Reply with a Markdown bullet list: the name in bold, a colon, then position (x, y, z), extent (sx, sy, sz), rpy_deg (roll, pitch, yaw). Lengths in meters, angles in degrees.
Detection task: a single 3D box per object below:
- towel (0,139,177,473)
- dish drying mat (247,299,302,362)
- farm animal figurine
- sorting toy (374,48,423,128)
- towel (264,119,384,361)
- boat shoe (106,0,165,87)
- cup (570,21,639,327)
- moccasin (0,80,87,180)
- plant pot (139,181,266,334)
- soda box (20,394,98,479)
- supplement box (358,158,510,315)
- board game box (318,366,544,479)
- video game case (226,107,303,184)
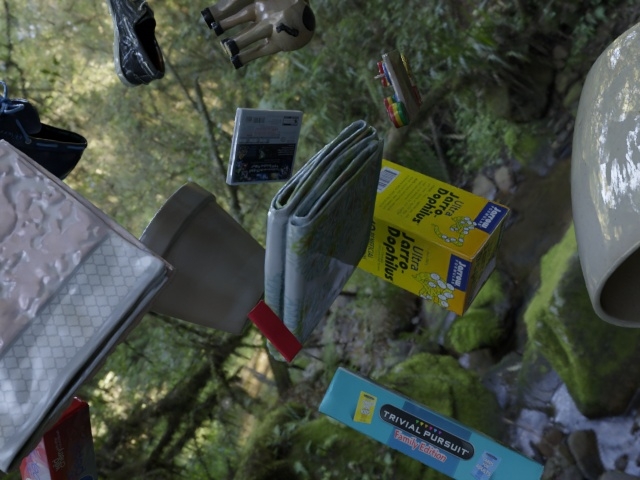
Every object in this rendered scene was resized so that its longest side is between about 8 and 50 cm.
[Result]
- **towel**: position (-0.408, 0.073, 0.855), extent (0.331, 0.317, 0.053), rpy_deg (-54, -7, -17)
- **dish drying mat**: position (-0.058, 0.117, 0.857), extent (0.008, 0.083, 0.032), rpy_deg (-26, 17, 48)
- **farm animal figurine**: position (-0.102, -0.386, 0.879), extent (0.172, 0.330, 0.327), rpy_deg (-27, 6, -3)
- **sorting toy**: position (0.147, -0.303, 1.316), extent (0.046, 0.132, 0.274), rpy_deg (-18, 14, 21)
- **towel**: position (0.000, 0.000, 1.236), extent (0.320, 0.090, 0.374), rpy_deg (-50, -25, -41)
- **boat shoe**: position (-0.317, -0.387, 1.158), extent (0.084, 0.079, 0.232), rpy_deg (-9, -89, -62)
- **cup**: position (0.385, -0.092, 0.654), extent (0.331, 0.331, 0.236), rpy_deg (-49, 44, 43)
- **moccasin**: position (-0.546, -0.208, 1.166), extent (0.117, 0.137, 0.342), rpy_deg (-42, -15, 5)
- **plant pot**: position (-0.257, 0.068, 1.548), extent (0.323, 0.281, 0.323), rpy_deg (-61, -1, -1)
- **soda box**: position (-0.417, 0.349, 1.057), extent (0.083, 0.092, 0.263), rpy_deg (-36, -38, -45)
- **supplement box**: position (0.221, -0.018, 1.545), extent (0.195, 0.357, 0.194), rpy_deg (-46, -31, -35)
- **board game box**: position (0.173, 0.318, 1.117), extent (0.254, 0.336, 0.079), rpy_deg (67, -132, -78)
- **video game case**: position (-0.127, -0.216, 1.534), extent (0.022, 0.191, 0.173), rpy_deg (26, 114, 38)
